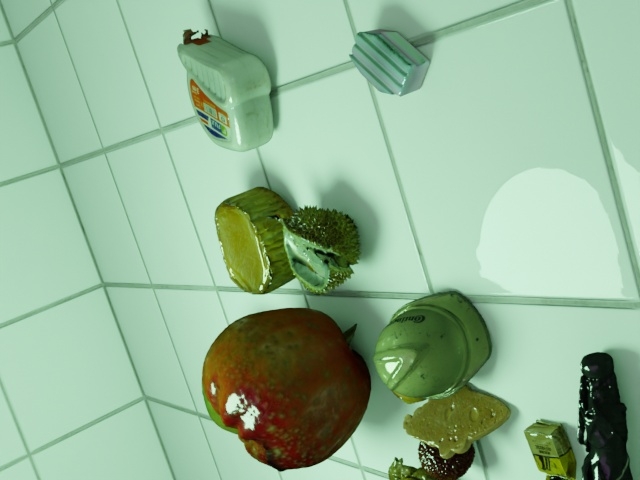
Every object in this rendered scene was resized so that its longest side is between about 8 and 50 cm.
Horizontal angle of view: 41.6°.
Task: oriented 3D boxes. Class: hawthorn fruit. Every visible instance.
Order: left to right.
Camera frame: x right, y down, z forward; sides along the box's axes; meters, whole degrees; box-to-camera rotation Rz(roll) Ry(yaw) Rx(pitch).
[{"bbox_3d":[-0.064,0.325,1.983,0.402,0.402,0.403,34,136,41],"label":"hawthorn fruit"}]

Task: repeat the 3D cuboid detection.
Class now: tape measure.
[{"bbox_3d":[-0.216,-0.349,1.986,0.258,0.130,0.265,34,141,45],"label":"tape measure"}]

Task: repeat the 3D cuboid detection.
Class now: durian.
[{"bbox_3d":[0.000,0.000,1.880,0.237,0.137,0.193,47,148,26],"label":"durian"}]

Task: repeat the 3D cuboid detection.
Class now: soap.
[{"bbox_3d":[0.124,-0.332,1.560,0.149,0.056,0.100,48,141,26],"label":"soap"}]

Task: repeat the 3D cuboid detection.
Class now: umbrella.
[{"bbox_3d":[0.481,0.362,1.442,0.106,0.113,0.358,-5,102,29],"label":"umbrella"}]

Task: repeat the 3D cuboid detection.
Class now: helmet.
[{"bbox_3d":[0.193,0.222,1.664,0.257,0.137,0.204,-43,71,34],"label":"helmet"}]

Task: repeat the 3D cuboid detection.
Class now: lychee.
[{"bbox_3d":[0.268,0.450,1.799,0.123,0.129,0.124,-2,85,18],"label":"lychee"}]

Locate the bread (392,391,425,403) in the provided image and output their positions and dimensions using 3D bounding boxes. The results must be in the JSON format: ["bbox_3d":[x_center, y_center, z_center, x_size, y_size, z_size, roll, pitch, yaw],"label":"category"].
[{"bbox_3d":[0.194,0.268,1.822,0.119,0.084,0.177,36,133,38],"label":"bread"}]

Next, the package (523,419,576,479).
[{"bbox_3d":[0.437,0.406,1.584,0.071,0.047,0.131,-14,100,55],"label":"package"}]

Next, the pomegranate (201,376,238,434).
[{"bbox_3d":[-0.211,0.362,2.306,0.323,0.290,0.291,50,145,37],"label":"pomegranate"}]

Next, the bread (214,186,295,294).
[{"bbox_3d":[-0.153,-0.001,2.103,0.227,0.142,0.254,18,122,52],"label":"bread"}]

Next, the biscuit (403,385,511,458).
[{"bbox_3d":[0.279,0.366,1.733,0.250,0.035,0.163,-16,59,39],"label":"biscuit"}]

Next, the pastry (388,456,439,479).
[{"bbox_3d":[0.257,0.634,1.937,0.235,0.132,0.240,42,135,47],"label":"pastry"}]
